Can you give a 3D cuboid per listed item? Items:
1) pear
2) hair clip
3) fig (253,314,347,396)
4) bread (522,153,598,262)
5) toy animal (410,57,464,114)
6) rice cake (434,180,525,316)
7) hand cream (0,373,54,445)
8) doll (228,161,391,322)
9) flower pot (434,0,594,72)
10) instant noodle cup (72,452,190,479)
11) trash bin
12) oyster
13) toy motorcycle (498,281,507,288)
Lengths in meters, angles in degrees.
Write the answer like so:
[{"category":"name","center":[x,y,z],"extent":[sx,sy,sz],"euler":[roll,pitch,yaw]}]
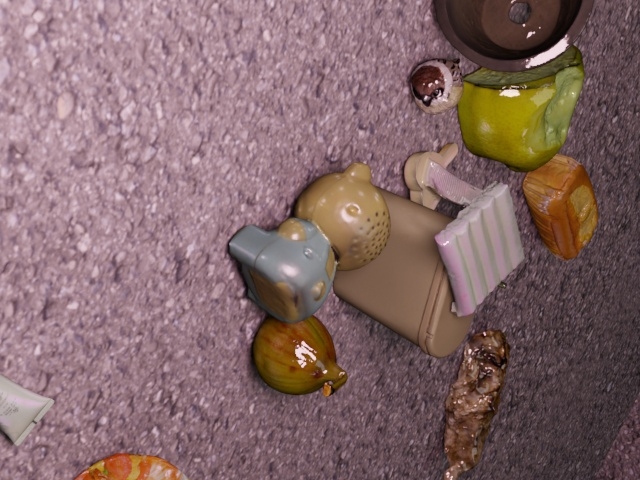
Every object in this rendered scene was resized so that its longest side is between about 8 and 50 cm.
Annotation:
[{"category":"pear","center":[0.404,-0.246,1.915],"extent":[0.292,0.159,0.292],"euler":[-32,137,-36]},{"category":"hair clip","center":[0.237,-0.117,1.849],"extent":[0.218,0.071,0.159],"euler":[22,75,-42]},{"category":"fig","center":[-0.024,0.193,1.643],"extent":[0.148,0.186,0.142],"euler":[49,56,-60]},{"category":"bread","center":[0.558,-0.077,2.245],"extent":[0.152,0.119,0.288],"euler":[-49,142,-11]},{"category":"toy animal","center":[0.209,-0.289,1.705],"extent":[0.098,0.098,0.137],"euler":[54,53,-51]},{"category":"rice cake","center":[0.265,0.017,1.593],"extent":[0.189,0.037,0.198],"euler":[-41,137,-26]},{"category":"hand cream","center":[-0.425,0.204,1.271],"extent":[0.078,0.050,0.205],"euler":[-53,148,-16]},{"category":"doll","center":[0.000,0.000,1.568],"extent":[0.260,0.161,0.177],"euler":[-42,138,-23]},{"category":"flower pot","center":[0.340,-0.415,1.688],"extent":[0.269,0.269,0.166],"euler":[-67,167,6]},{"category":"instant noodle cup","center":[-0.274,0.486,1.478],"extent":[0.264,0.264,0.200],"euler":[-46,148,-21]},{"category":"trash bin","center":[0.156,0.048,1.715],"extent":[0.121,0.247,0.243],"euler":[-8,118,-48]},{"category":"oyster","center":[0.396,0.394,2.359],"extent":[0.204,0.111,0.396],"euler":[-5,112,-53]},{"category":"toy motorcycle","center":[0.268,0.017,1.898],"extent":[0.275,0.205,0.127],"euler":[-23,128,-66]}]
